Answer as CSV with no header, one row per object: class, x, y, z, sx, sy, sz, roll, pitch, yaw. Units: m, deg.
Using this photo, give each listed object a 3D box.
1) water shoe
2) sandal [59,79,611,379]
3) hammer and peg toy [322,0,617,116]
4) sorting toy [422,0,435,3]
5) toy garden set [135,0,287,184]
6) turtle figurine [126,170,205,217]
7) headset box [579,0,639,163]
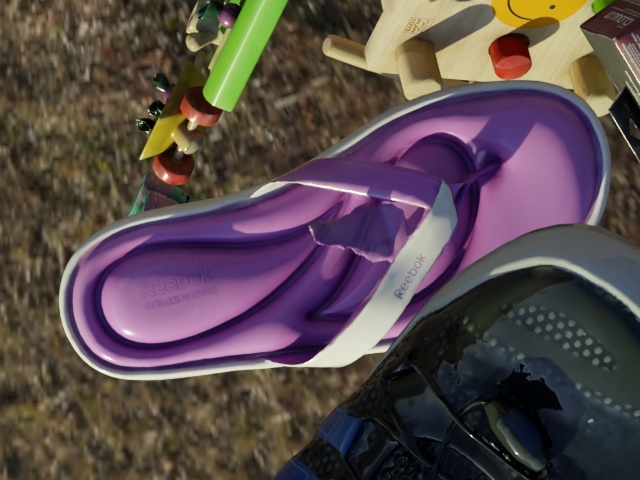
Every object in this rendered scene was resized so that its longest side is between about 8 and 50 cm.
water shoe,0.011,0.082,0.404,0.073,0.080,0.203,42,124,6
sandal,0.006,0.014,1.257,0.416,0.102,0.169,-21,92,14
hammer and peg toy,0.173,-0.198,1.663,0.266,0.127,0.361,3,145,-22
sorting toy,0.145,-0.306,1.403,0.208,0.038,0.193,-25,116,-15
toy garden set,-0.062,-0.175,1.193,0.049,0.244,0.204,20,133,-11
turtle figurine,-0.075,0.006,1.795,0.234,0.175,0.118,23,86,-12
headset box,0.120,-0.054,0.516,0.083,0.032,0.062,-35,108,-2
